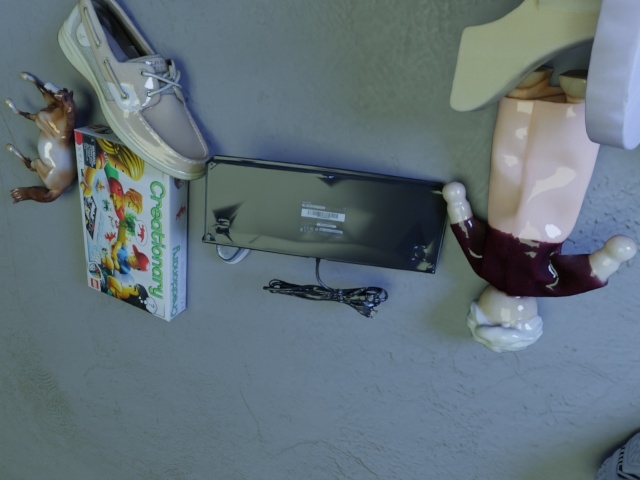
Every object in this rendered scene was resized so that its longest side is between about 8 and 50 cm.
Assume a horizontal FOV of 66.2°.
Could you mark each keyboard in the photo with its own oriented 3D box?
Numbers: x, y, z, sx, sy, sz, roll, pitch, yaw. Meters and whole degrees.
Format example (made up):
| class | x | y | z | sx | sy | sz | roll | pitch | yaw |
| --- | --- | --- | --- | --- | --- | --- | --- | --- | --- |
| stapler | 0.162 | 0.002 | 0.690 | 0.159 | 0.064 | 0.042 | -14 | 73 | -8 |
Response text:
| class | x | y | z | sx | sy | sz | roll | pitch | yaw |
| --- | --- | --- | --- | --- | --- | --- | --- | --- | --- |
| keyboard | 0.000 | 0.000 | 0.655 | 0.318 | 0.033 | 0.201 | 8 | 109 | 4 |

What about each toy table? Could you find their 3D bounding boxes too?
| class | x | y | z | sx | sy | sz | roll | pitch | yaw |
| --- | --- | --- | --- | --- | --- | --- | --- | --- | --- |
| toy table | 0.195 | -0.220 | 0.364 | 0.161 | 0.252 | 0.274 | 25 | 106 | 39 |

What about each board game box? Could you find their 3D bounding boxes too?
| class | x | y | z | sx | sy | sz | roll | pitch | yaw |
| --- | --- | --- | --- | --- | --- | --- | --- | --- | --- |
| board game box | -0.321 | -0.026 | 0.846 | 0.193 | 0.053 | 0.304 | 18 | 118 | 18 |

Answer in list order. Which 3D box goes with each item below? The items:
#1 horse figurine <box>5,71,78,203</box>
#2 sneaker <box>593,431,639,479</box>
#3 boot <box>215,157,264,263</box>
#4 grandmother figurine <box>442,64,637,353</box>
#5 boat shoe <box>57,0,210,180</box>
| class | x | y | z | sx | sy | sz | roll | pitch | yaw |
| --- | --- | --- | --- | --- | --- | --- | --- | --- | --- |
| horse figurine | -0.481 | -0.167 | 0.858 | 0.175 | 0.066 | 0.263 | 30 | 120 | 19 |
| sneaker | 0.502 | 0.288 | 0.521 | 0.210 | 0.137 | 0.366 | 49 | 120 | 3 |
| boot | -0.135 | -0.032 | 0.730 | 0.069 | 0.086 | 0.189 | 30 | 121 | 12 |
| grandmother figurine | 0.237 | -0.012 | 0.554 | 0.208 | 0.104 | 0.341 | 33 | 130 | 43 |
| boat shoe | -0.253 | -0.221 | 0.698 | 0.098 | 0.109 | 0.302 | -40 | 85 | 35 |
